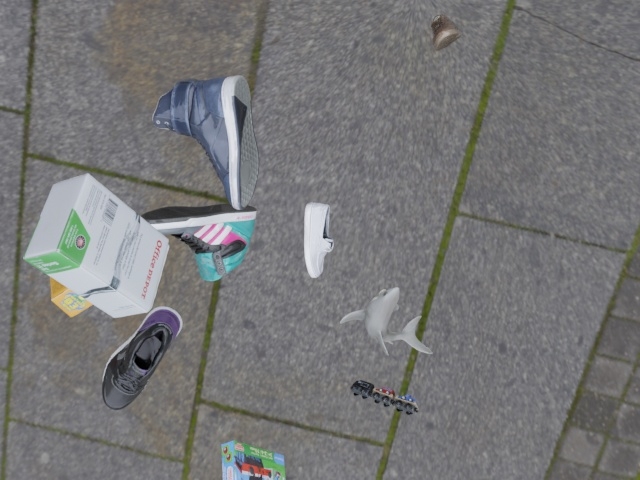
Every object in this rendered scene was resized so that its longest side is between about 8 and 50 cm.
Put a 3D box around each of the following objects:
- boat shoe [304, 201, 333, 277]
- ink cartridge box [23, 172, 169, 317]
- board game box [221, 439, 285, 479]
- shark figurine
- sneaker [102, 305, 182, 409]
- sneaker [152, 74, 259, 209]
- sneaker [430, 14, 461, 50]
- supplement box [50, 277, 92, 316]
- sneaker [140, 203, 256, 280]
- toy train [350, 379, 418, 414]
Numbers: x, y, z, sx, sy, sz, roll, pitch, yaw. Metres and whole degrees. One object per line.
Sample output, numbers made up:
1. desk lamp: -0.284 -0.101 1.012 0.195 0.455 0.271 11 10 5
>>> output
1. boat shoe: 0.000 0.000 1.787 0.063 0.066 0.184 2 96 17
2. ink cartridge box: -0.360 0.015 1.231 0.087 0.153 0.208 -12 141 29
3. board game box: -0.123 0.507 1.436 0.039 0.211 0.160 -24 144 26
4. shark figurine: 0.159 0.224 1.768 0.166 0.116 0.278 -28 145 8
5. sneaker: -0.421 0.281 1.684 0.107 0.124 0.283 31 104 -10
6. sneaker: -0.195 -0.165 1.270 0.163 0.086 0.226 3 109 19
7. sneaker: 0.281 -0.490 1.746 0.066 0.188 0.071 -37 92 20
8. supplement box: -0.580 0.068 1.737 0.080 0.233 0.078 -33 130 2
9. sneaker: -0.291 0.010 1.781 0.295 0.124 0.178 -5 108 -35
10. toy train: 0.131 0.313 1.500 0.158 0.036 0.027 13 138 36
